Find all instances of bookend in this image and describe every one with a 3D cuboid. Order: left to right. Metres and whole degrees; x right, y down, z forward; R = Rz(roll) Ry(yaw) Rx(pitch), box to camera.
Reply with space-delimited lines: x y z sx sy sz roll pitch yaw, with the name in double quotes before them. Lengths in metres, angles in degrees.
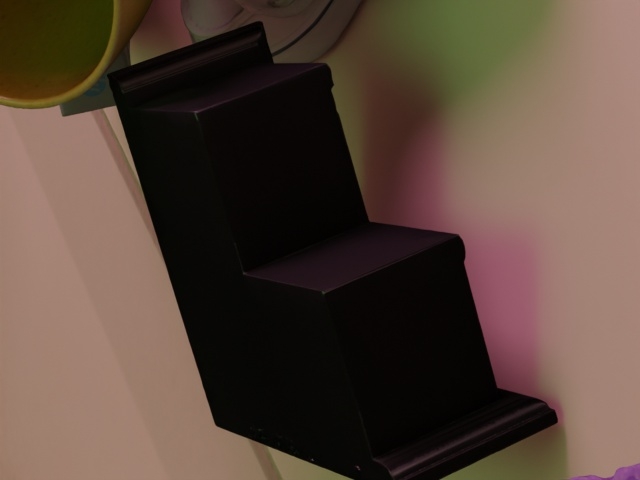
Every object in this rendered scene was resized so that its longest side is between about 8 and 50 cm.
"bookend" 0.000 0.000 0.744 0.156 0.072 0.157 8 118 62

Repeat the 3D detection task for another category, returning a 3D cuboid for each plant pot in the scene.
"plant pot" -0.110 -0.134 0.790 0.134 0.095 0.134 18 129 24

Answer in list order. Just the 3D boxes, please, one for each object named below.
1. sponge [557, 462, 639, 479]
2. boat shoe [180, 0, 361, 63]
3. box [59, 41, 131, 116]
"sponge" 0.131 0.103 0.483 0.210 0.031 0.117 -19 48 43
"boat shoe" -0.014 -0.142 0.791 0.258 0.084 0.095 -41 57 56
"box" -0.122 -0.150 0.943 0.186 0.038 0.145 -108 6 -73
